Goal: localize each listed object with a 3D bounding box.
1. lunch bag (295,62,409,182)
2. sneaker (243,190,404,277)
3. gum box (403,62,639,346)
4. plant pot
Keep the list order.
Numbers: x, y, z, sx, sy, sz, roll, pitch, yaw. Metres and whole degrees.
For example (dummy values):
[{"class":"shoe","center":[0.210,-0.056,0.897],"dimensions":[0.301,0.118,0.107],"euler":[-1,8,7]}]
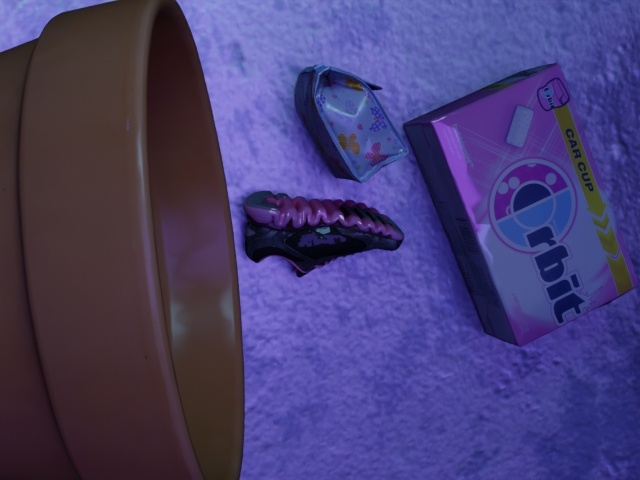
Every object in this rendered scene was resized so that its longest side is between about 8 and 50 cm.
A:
[{"class":"lunch bag","center":[0.017,-0.087,0.726],"dimensions":[0.053,0.071,0.083],"euler":[-35,102,-8]},{"class":"sneaker","center":[0.000,0.000,0.748],"dimensions":[0.119,0.047,0.057],"euler":[7,109,-12]},{"class":"gum box","center":[0.151,-0.022,0.771],"dimensions":[0.107,0.062,0.188],"euler":[-25,100,-11]},{"class":"plant pot","center":[-0.164,0.018,0.598],"dimensions":[0.203,0.291,0.291],"euler":[-7,97,3]}]
